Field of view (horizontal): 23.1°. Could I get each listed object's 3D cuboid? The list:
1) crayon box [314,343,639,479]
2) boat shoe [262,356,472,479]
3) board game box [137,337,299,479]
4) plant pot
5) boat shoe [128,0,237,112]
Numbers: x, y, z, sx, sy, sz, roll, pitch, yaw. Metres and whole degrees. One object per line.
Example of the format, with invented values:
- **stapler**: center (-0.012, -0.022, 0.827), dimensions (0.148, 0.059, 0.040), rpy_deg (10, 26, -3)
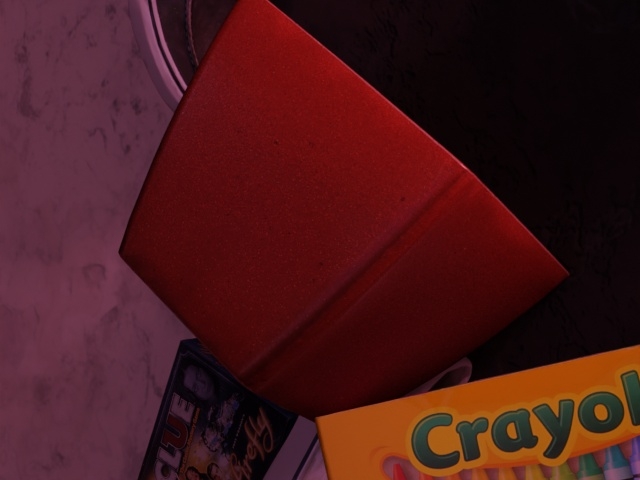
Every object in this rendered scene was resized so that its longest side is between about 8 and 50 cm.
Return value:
- **crayon box**: center (0.207, 0.246, 1.176), dimensions (0.363, 0.106, 0.313), rpy_deg (-14, 83, 12)
- **boat shoe**: center (0.042, 0.246, 1.411), dimensions (0.156, 0.136, 0.367), rpy_deg (33, 103, 31)
- **board game box**: center (-0.109, 0.243, 1.584), dimensions (0.165, 0.042, 0.243), rpy_deg (31, 112, 36)
- **plant pot**: center (0.000, 0.000, 1.280), dimensions (0.235, 0.267, 0.267), rpy_deg (-49, 59, 2)
- **boat shoe**: center (-0.107, -0.283, 1.501), dimensions (0.119, 0.121, 0.335), rpy_deg (-7, 86, 45)
